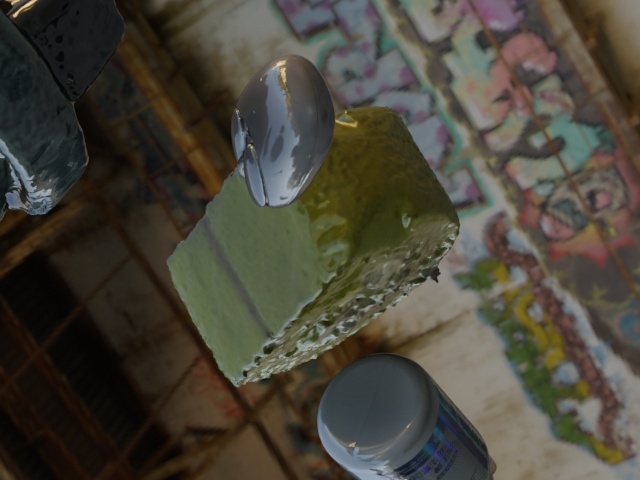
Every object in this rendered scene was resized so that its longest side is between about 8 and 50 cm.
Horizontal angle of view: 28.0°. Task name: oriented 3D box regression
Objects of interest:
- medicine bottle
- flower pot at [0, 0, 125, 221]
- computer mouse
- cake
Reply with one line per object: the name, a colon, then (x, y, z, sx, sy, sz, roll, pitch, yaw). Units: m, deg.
medicine bottle: (0.083, 0.183, 1.117, 0.191, 0.107, 0.107, 50, -157, -47)
flower pot: (-0.302, -0.104, 0.810, 0.299, 0.283, 0.299, 36, 163, 13)
computer mouse: (-0.027, -0.059, 0.705, 0.039, 0.096, 0.066, -3, -124, -31)
cake: (0.000, 0.000, 1.072, 0.179, 0.260, 0.156, -21, -107, -43)
